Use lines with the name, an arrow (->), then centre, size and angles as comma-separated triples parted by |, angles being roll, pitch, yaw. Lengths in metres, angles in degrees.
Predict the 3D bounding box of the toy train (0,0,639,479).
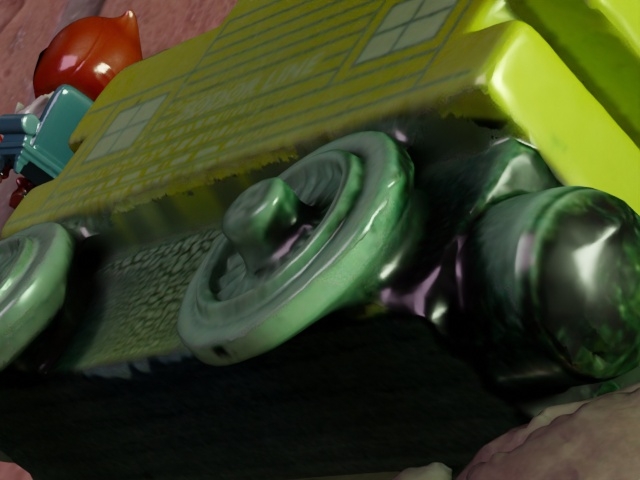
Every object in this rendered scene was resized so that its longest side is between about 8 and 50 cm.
toy train -> 0.000, 0.000, 0.813 | 0.442, 0.179, 0.272 | -13, 38, 53

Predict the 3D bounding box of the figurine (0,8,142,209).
figurine -> -0.157, -0.087, 1.219 | 0.075, 0.068, 0.140 | -7, 50, 49

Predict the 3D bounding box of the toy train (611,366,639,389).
toy train -> 0.178, 0.015, 0.733 | 0.252, 0.048, 0.055 | -29, 33, 25

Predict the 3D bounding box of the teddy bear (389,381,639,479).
teddy bear -> 0.118, 0.152, 0.524 | 0.267, 0.151, 0.236 | 50, 129, 49
